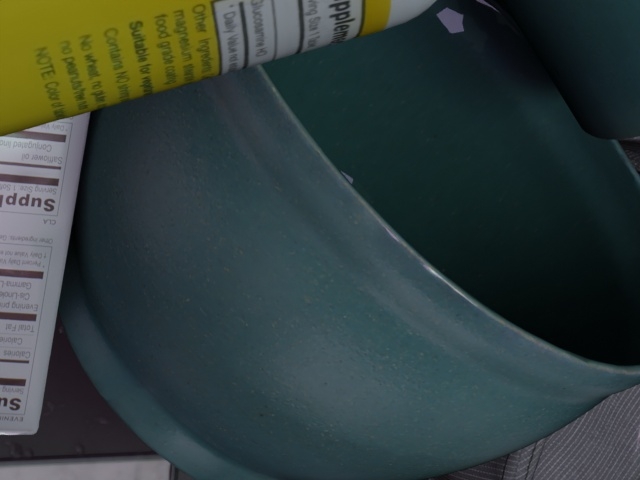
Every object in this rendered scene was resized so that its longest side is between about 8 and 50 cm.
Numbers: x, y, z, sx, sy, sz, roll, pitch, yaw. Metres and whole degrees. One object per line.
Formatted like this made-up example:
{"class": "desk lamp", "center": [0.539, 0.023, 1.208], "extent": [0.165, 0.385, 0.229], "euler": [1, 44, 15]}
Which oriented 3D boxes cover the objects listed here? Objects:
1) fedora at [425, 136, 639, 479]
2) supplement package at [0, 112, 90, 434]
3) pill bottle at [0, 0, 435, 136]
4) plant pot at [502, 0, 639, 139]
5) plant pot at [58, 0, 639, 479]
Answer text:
{"class": "fedora", "center": [0.143, 0.078, 1.077], "extent": [0.275, 0.124, 0.243], "euler": [-42, 116, -4]}
{"class": "supplement package", "center": [-0.186, -0.051, 0.900], "extent": [0.134, 0.139, 0.244], "euler": [6, 105, -22]}
{"class": "pill bottle", "center": [-0.064, -0.148, 0.713], "extent": [0.334, 0.188, 0.188], "euler": [-17, 112, -6]}
{"class": "plant pot", "center": [0.167, -0.229, 0.908], "extent": [0.293, 0.293, 0.235], "euler": [-40, 103, -5]}
{"class": "plant pot", "center": [0.000, 0.000, 0.933], "extent": [0.293, 0.293, 0.196], "euler": [32, 119, -27]}
